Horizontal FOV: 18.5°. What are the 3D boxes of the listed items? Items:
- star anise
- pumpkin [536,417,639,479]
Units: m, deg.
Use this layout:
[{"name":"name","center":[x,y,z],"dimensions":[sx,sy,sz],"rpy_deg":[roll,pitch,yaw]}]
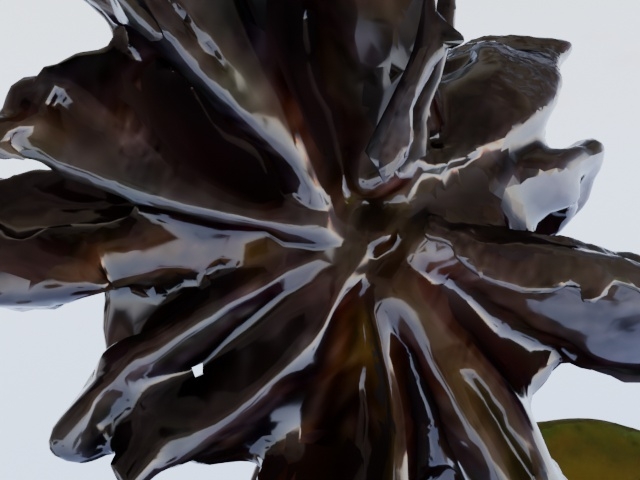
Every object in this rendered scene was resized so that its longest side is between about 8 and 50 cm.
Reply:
[{"name":"star anise","center":[0.005,-0.001,0.537],"dimensions":[0.212,0.283,0.129],"rpy_deg":[-41,-173,-10]},{"name":"pumpkin","center":[0.094,0.223,0.851],"dimensions":[0.332,0.332,0.199],"rpy_deg":[-9,154,-21]}]
